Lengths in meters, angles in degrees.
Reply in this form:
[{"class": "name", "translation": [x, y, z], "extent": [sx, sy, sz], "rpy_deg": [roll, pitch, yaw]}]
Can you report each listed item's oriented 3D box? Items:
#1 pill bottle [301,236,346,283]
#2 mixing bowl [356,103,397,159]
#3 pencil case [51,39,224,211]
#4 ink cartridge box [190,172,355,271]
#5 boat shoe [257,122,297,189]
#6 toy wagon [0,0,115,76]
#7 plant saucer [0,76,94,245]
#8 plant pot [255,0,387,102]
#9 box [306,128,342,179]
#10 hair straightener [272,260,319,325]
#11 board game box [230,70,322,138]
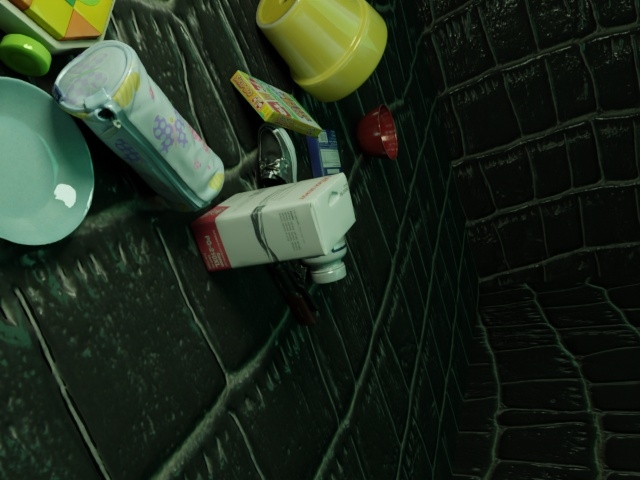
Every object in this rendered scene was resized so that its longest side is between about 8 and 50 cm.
[{"class": "pill bottle", "translation": [0.000, 0.000, 1.284], "extent": [0.112, 0.111, 0.187], "rpy_deg": [-33, 113, -63]}, {"class": "mixing bowl", "translation": [0.177, -0.344, 1.792], "extent": [0.181, 0.098, 0.182], "rpy_deg": [-8, 90, -66]}, {"class": "pencil case", "translation": [-0.237, -0.146, 0.771], "extent": [0.124, 0.113, 0.273], "rpy_deg": [49, -4, 30]}, {"class": "ink cartridge box", "translation": [-0.077, -0.033, 0.977], "extent": [0.172, 0.237, 0.100], "rpy_deg": [-48, 125, -59]}, {"class": "boat shoe", "translation": [-0.097, -0.135, 1.170], "extent": [0.076, 0.080, 0.229], "rpy_deg": [-40, 126, -64]}, {"class": "toy wagon", "translation": [-0.383, -0.371, 0.629], "extent": [0.344, 0.068, 0.267], "rpy_deg": [43, 44, -54]}, {"class": "plant saucer", "translation": [-0.353, -0.088, 0.640], "extent": [0.195, 0.037, 0.195], "rpy_deg": [-8, 90, -66]}, {"class": "plant pot", "translation": [-0.011, -0.495, 1.291], "extent": [0.239, 0.254, 0.254], "rpy_deg": [30, 55, -42]}, {"class": "box", "translation": [0.020, -0.184, 1.475], "extent": [0.136, 0.036, 0.225], "rpy_deg": [-17, 96, -65]}, {"class": "hair straightener", "translation": [-0.063, 0.084, 1.215], "extent": [0.230, 0.047, 0.089], "rpy_deg": [59, 33, -32]}, {"class": "board game box", "translation": [-0.085, -0.293, 1.219], "extent": [0.124, 0.039, 0.259], "rpy_deg": [50, 17, 15]}]
